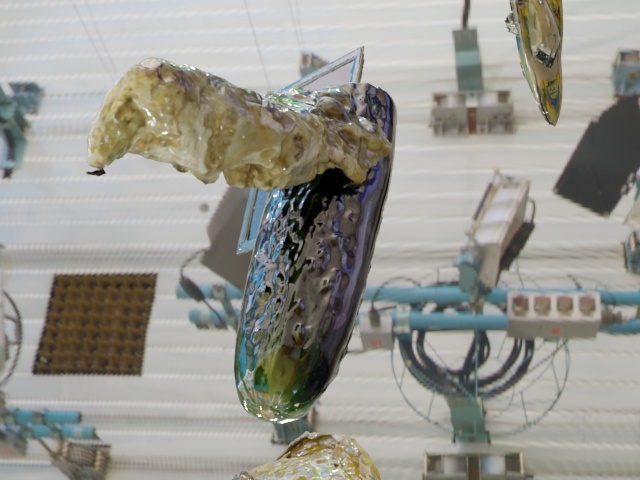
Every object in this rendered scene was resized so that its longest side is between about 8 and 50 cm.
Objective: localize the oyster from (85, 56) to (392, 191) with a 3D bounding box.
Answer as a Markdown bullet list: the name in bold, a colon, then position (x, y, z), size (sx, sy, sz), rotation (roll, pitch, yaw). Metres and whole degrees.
- **oyster**: position (-0.026, -0.064, 0.546), size (0.106, 0.061, 0.200), rotation (28, -155, 11)

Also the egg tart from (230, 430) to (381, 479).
- **egg tart**: position (-0.049, 0.392, 1.212), size (0.133, 0.345, 0.345), rotation (20, -127, -31)

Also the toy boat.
- **toy boat**: position (0.315, -0.261, 1.446), size (0.084, 0.210, 0.066), rotation (-26, -158, -26)

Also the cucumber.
- **cucumber**: position (-0.001, 0.001, 0.596), size (0.075, 0.074, 0.241), rotation (3, -133, 11)

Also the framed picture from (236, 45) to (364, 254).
- **framed picture**: position (-0.023, -0.112, 1.303), size (0.197, 0.014, 0.252), rotation (-18, -127, 47)
